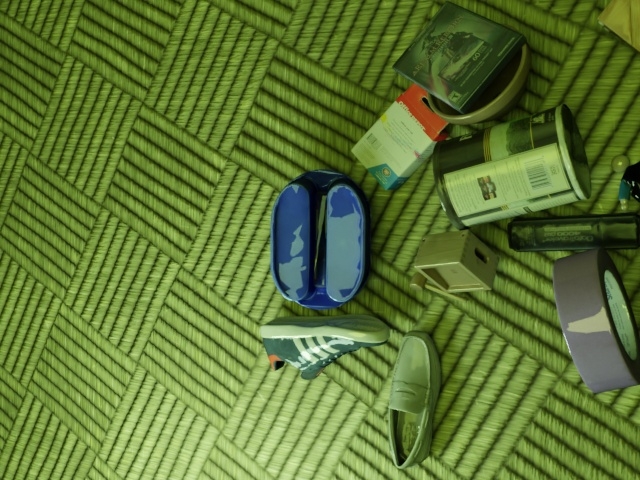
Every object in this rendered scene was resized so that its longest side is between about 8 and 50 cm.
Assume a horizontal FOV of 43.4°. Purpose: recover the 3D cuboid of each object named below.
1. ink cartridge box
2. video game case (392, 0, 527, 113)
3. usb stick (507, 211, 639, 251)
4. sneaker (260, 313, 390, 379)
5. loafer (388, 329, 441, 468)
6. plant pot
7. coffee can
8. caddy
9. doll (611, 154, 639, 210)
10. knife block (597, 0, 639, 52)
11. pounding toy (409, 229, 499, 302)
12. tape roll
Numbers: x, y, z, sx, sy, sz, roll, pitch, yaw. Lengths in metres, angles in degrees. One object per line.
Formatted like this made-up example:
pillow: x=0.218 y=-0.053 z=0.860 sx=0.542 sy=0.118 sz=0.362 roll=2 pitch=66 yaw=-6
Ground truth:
ink cartridge box: x=0.199 y=-0.242 z=1.856 sx=0.231 sy=0.078 sz=0.134 roll=-46 pitch=73 yaw=22
video game case: x=0.290 y=-0.400 z=1.731 sx=0.196 sy=0.026 sz=0.274 roll=-50 pitch=41 yaw=6
usb stick: x=0.537 y=-0.016 z=1.707 sx=0.277 sy=0.045 sz=0.077 roll=-2 pitch=99 yaw=28
sneaker: x=0.016 y=0.266 z=1.966 sx=0.349 sy=0.131 sz=0.148 roll=-3 pitch=98 yaw=34
loafer: x=0.213 y=0.370 z=1.864 sx=0.112 sy=0.111 sz=0.320 roll=2 pitch=94 yaw=28
plant pot: x=0.355 y=-0.335 z=1.725 sx=0.237 sy=0.109 sz=0.238 roll=-24 pitch=49 yaw=30
coffee can: x=0.400 y=-0.149 z=1.684 sx=0.275 sy=0.201 sz=0.202 roll=-14 pitch=86 yaw=28
caddy: x=0.000 y=0.000 z=1.926 sx=0.241 sy=0.179 sz=0.342 roll=2 pitch=93 yaw=6
doll: x=0.662 y=-0.102 z=1.630 sx=0.129 sy=0.046 sz=0.189 roll=-41 pitch=71 yaw=4
knife block: x=0.680 y=-0.485 z=1.578 sx=0.276 sy=0.088 sz=0.242 roll=47 pitch=113 yaw=19
pounding toy: x=0.291 y=0.060 z=1.808 sx=0.206 sy=0.181 sz=0.094 roll=-8 pitch=55 yaw=46
tape roll: x=0.548 y=0.155 z=1.579 sx=0.090 sy=0.274 sz=0.275 roll=-20 pitch=84 yaw=27
